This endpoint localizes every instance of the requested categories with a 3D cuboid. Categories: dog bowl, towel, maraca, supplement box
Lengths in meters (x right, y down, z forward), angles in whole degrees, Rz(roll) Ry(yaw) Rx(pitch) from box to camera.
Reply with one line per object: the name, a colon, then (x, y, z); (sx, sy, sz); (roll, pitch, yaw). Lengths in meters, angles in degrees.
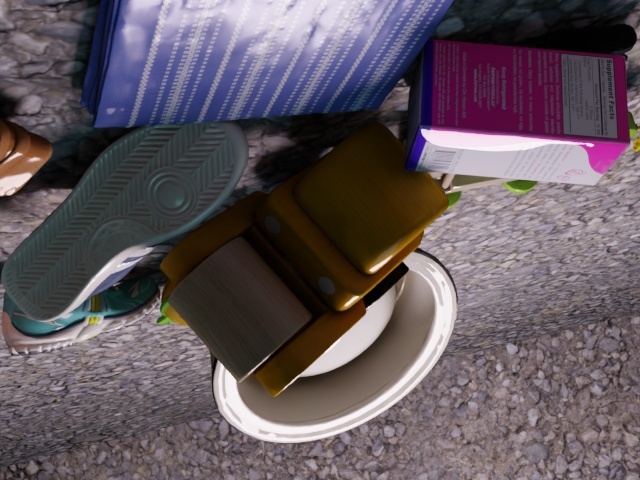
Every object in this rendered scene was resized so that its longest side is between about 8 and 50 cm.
dog bowl: (0.004, 0.127, 1.410); (0.408, 0.150, 0.407); (-15, 133, -17)
towel: (-0.051, -0.191, 0.863); (0.336, 0.040, 0.243); (-8, 159, -23)
maraca: (-0.206, 0.095, 1.462); (0.127, 0.099, 0.185); (-15, 163, -28)
supplement box: (0.211, -0.137, 0.982); (0.220, 0.113, 0.111); (6, 160, -2)

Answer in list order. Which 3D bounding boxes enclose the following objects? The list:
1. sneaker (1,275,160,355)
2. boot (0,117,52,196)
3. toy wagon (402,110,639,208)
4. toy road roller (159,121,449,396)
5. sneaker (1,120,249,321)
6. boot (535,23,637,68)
sneaker: (-0.351, 0.090, 1.346); (0.107, 0.109, 0.275); (-6, -173, 37)
boot: (-0.325, -0.097, 0.807); (0.284, 0.109, 0.220); (-21, 159, 28)
toy wagon: (0.274, -0.126, 1.186); (0.345, 0.068, 0.267); (-12, 167, -5)
toy road roller: (0.000, 0.000, 1.059); (0.329, 0.202, 0.240); (-38, 174, -44)
sneaker: (-0.221, -0.044, 1.060); (0.350, 0.131, 0.148); (-33, -172, 19)
boot: (0.299, -0.208, 1.037); (0.121, 0.045, 0.099); (-11, 167, -2)
